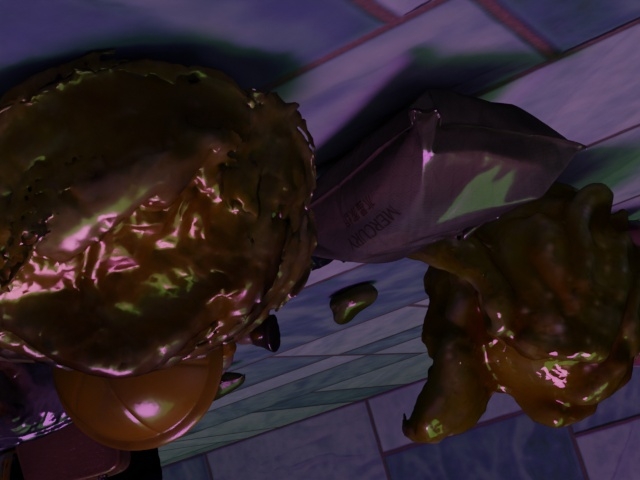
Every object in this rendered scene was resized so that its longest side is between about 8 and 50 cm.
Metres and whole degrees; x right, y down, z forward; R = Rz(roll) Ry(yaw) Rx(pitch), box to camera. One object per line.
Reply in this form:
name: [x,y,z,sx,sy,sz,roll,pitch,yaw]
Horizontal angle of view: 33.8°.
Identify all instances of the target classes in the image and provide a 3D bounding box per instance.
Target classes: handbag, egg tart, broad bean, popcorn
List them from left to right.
handbag: [-0.435,0.368,1.867,0.193,0.151,0.072,-18,164,3]
egg tart: [-0.126,0.010,0.707,0.297,0.132,0.297,-15,138,-14]
broad bean: [-0.287,0.291,1.934,0.325,0.067,0.075,-17,136,11]
broad bean: [0.047,0.092,1.561,0.083,0.045,0.063,-35,159,33]
handbag: [0.087,-0.047,0.906,0.182,0.117,0.270,7,157,-26]
popcorn: [0.227,0.063,1.219,0.290,0.326,0.321,-31,-156,37]

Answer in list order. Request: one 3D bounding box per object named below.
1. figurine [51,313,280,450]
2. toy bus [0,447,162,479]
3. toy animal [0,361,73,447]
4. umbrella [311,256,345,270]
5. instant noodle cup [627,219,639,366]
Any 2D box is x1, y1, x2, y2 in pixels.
figurine: [-0.167,0.100,1.106,0.192,0.167,0.257,11,-154,24]
toy bus: [-0.545,0.518,2.299,0.162,0.171,0.386,-22,165,37]
toy animal: [-0.391,0.189,1.284,0.298,0.122,0.185,-6,160,-13]
umbrella: [0.000,-0.002,1.088,0.224,0.071,0.080,-19,179,-18]
instant noodle cup: [0.374,0.084,1.573,0.255,0.244,0.244,-1,161,-27]
